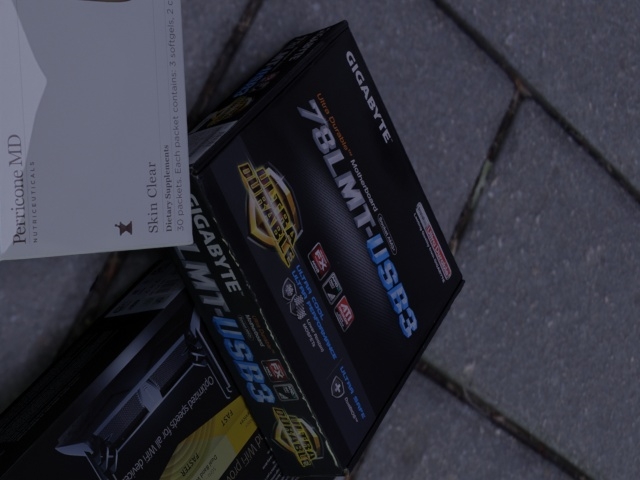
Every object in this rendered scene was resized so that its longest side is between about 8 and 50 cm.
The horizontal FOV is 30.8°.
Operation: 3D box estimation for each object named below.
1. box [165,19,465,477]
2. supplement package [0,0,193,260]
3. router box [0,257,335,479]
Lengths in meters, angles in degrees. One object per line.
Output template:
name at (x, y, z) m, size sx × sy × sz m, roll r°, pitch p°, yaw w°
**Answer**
box at (0.000, 0.000, 1.012) m, size 0.293 × 0.073 × 0.295 m, roll -49°, pitch 121°, yaw -48°
supplement package at (-0.207, -0.123, 0.821) m, size 0.145 × 0.204 × 0.261 m, roll -6°, pitch 96°, yaw -37°
router box at (-0.126, 0.188, 0.913) m, size 0.309 × 0.081 × 0.242 m, roll -49°, pitch 120°, yaw -48°
